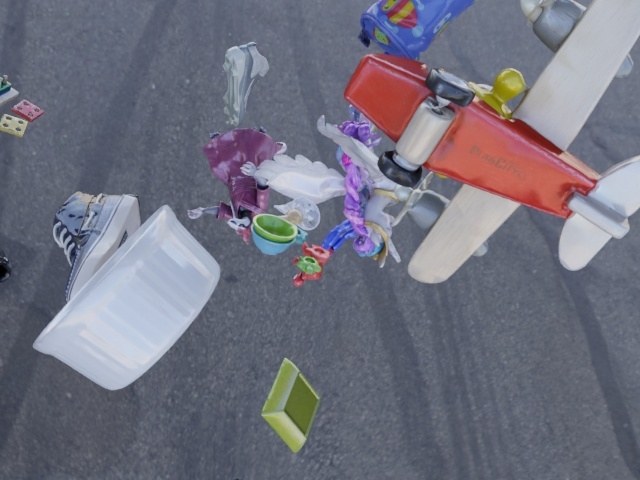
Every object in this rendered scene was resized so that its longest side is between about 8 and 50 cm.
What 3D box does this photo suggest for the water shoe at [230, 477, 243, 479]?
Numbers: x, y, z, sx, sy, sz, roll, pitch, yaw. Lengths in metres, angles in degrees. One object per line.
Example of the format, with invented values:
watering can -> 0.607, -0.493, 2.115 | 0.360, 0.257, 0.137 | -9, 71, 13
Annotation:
water shoe -> -0.142, 0.466, 1.092 | 0.203, 0.073, 0.080 | -14, 57, 13

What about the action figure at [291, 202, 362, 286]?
action figure -> 0.000, 0.000, 1.658 | 0.139, 0.091, 0.280 | 33, 79, 37

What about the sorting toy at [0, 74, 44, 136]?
sorting toy -> -0.689, -0.312, 1.205 | 0.275, 0.046, 0.132 | 33, 36, -7

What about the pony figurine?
pony figurine -> 0.089, -0.165, 1.306 | 0.351, 0.303, 0.363 | 35, 62, -23

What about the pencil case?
pencil case -> 0.199, -0.404, 0.946 | 0.306, 0.133, 0.119 | -45, 68, 3

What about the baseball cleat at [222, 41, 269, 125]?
baseball cleat -> -0.162, -0.342, 1.342 | 0.109, 0.206, 0.072 | -28, 65, -24

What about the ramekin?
ramekin -> -0.279, 0.090, 0.916 | 0.135, 0.277, 0.277 | 43, 53, -15

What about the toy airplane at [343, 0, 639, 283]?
toy airplane -> 0.262, -0.135, 0.842 | 0.386, 0.384, 0.272 | -17, 32, 12

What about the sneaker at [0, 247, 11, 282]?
sneaker -> -0.504, 0.032, 0.888 | 0.097, 0.084, 0.234 | 34, 13, -22

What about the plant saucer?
plant saucer -> -0.065, 0.449, 1.654 | 0.045, 0.188, 0.188 | -11, 36, 31

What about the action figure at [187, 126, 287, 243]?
action figure -> -0.240, -0.158, 1.868 | 0.248, 0.276, 0.370 | -19, 70, 25

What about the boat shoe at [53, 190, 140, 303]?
boat shoe -> -0.512, 0.020, 1.305 | 0.158, 0.127, 0.340 | 7, 39, 1

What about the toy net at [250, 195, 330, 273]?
toy net -> -0.031, -0.025, 0.957 | 0.122, 0.045, 0.232 | 20, 25, 2
